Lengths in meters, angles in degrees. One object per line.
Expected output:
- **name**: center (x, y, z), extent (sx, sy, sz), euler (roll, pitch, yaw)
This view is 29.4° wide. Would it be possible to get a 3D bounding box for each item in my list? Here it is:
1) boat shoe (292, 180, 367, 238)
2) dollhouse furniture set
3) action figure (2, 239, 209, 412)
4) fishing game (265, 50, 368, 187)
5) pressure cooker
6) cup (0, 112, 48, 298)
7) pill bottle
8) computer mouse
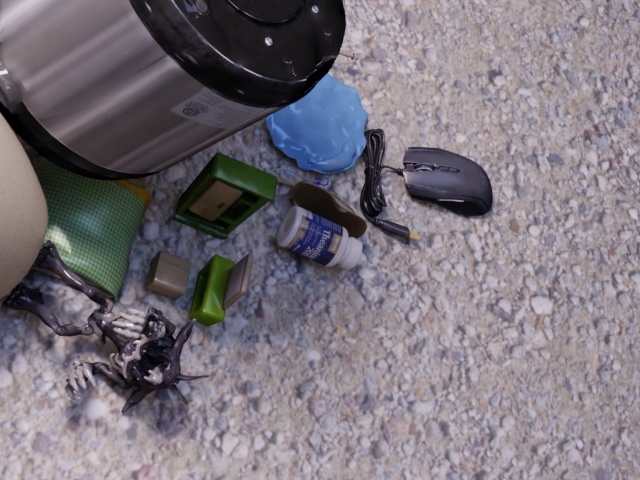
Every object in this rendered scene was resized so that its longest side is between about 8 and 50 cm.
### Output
- **boat shoe**: center (0.009, -0.049, 1.879), extent (0.135, 0.045, 0.050), euler (37, 95, -21)
- **dollhouse furniture set**: center (-0.237, -0.030, 1.656), extent (0.301, 0.151, 0.198), euler (22, 59, -21)
- **action figure**: center (-0.273, 0.129, 1.564), extent (0.275, 0.164, 0.141), euler (36, 14, -6)
- **fishing game**: center (-0.008, -0.193, 1.939), extent (0.189, 0.041, 0.264), euler (13, 71, -25)
- **pressure cooker**: center (-0.228, -0.273, 1.516), extent (0.370, 0.420, 0.375), euler (49, 43, -19)
- **cup**: center (-0.471, -0.043, 1.457), extent (0.237, 0.331, 0.331), euler (37, 50, -44)
- **pill bottle**: center (0.000, 0.000, 1.837), extent (0.120, 0.067, 0.067), euler (24, 58, -19)
- **computer mouse**: center (0.183, -0.079, 1.986), extent (0.262, 0.060, 0.184), euler (20, 59, -22)
